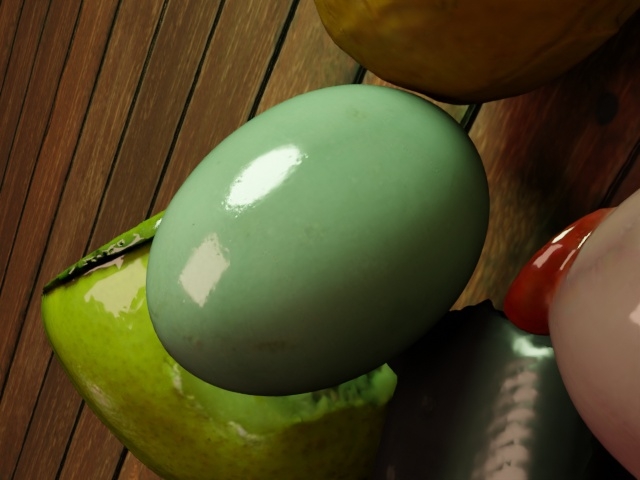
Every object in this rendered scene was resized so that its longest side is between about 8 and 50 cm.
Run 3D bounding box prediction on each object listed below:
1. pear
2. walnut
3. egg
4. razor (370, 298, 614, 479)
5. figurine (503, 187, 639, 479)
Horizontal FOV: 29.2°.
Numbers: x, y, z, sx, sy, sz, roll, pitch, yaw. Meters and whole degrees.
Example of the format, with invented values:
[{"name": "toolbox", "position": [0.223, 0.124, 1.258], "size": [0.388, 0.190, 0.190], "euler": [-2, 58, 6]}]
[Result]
[{"name": "pear", "position": [-0.036, 0.085, 0.896], "size": [0.159, 0.292, 0.292], "euler": [167, 107, -66]}, {"name": "walnut", "position": [0.126, -0.212, 0.698], "size": [0.336, 0.209, 0.209], "euler": [-35, 54, 45]}, {"name": "egg", "position": [0.000, 0.000, 0.742], "size": [0.168, 0.231, 0.168], "euler": [43, 155, 26]}, {"name": "razor", "position": [0.095, 0.210, 0.758], "size": [0.204, 0.113, 0.349], "euler": [180, 95, -65]}, {"name": "figurine", "position": [0.193, 0.041, 0.556], "size": [0.173, 0.173, 0.173], "euler": [-20, 67, 60]}]
